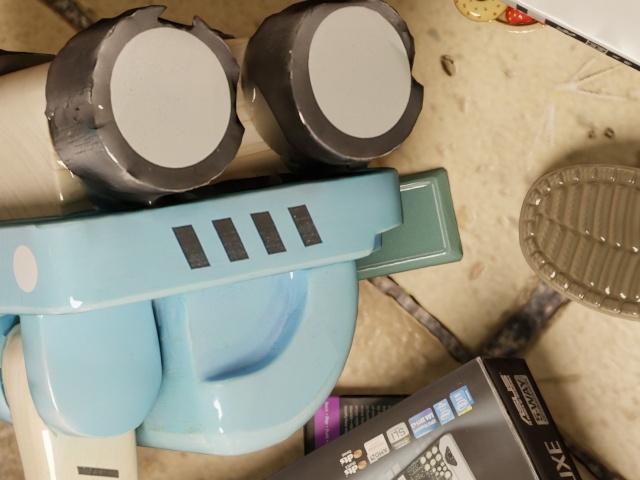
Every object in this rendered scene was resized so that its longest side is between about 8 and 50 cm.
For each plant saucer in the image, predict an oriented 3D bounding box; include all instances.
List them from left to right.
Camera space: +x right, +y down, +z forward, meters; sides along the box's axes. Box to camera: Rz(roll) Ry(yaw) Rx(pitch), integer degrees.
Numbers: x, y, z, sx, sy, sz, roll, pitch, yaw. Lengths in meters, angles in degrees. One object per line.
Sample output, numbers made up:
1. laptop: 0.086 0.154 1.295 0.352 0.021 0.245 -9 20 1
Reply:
1. plant saucer: 0.000 0.000 1.256 0.192 0.018 0.067 -11 87 10

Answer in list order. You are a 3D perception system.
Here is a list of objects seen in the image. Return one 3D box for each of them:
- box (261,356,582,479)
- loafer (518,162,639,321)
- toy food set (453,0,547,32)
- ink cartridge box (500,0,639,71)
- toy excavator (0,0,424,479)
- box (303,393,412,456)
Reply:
1. box: 0.045 0.250 1.157 0.307 0.076 0.242 -31 72 24
2. loafer: 0.259 0.015 1.169 0.269 0.092 0.101 15 91 27
3. toy food set: 0.136 -0.184 1.228 0.083 0.020 0.082 19 93 11
4. ink cartridge box: 0.260 -0.177 1.171 0.333 0.065 0.165 29 94 5
5. toy excavator: -0.125 0.094 1.080 0.222 0.433 0.445 -5 95 52
6. box: 0.070 0.164 1.234 0.162 0.029 0.116 -1 90 13
